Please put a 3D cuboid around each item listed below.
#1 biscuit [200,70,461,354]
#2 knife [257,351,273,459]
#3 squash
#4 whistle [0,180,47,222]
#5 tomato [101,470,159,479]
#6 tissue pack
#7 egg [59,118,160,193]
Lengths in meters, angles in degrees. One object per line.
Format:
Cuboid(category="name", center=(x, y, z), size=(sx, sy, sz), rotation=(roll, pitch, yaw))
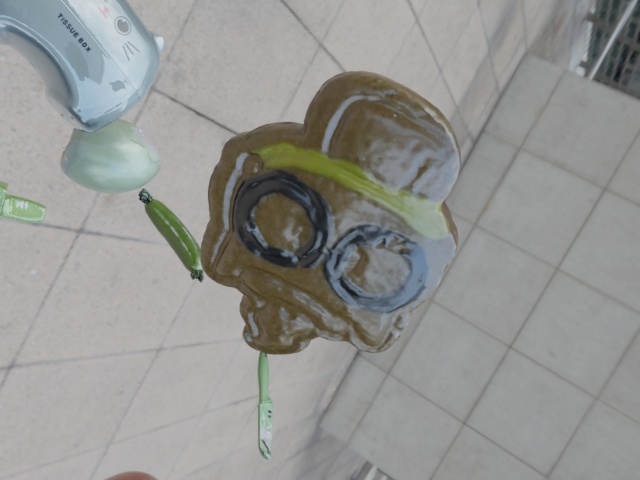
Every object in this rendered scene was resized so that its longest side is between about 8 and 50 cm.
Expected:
Cuboid(category="biscuit", center=(0.000, 0.000, 0.525), size=(0.290, 0.209, 0.041), rotation=(-62, -178, 33))
Cuboid(category="knife", center=(-0.089, 0.256, 1.025), size=(0.014, 0.030, 0.207), rotation=(-43, -148, 29))
Cuboid(category="squash", center=(-0.408, -0.015, 1.806), size=(0.071, 0.318, 0.080), rotation=(-35, 171, -10))
Cuboid(category="whistle", center=(-0.654, -0.079, 1.238), size=(0.228, 0.085, 0.105), rotation=(14, 84, -27))
Cuboid(category="tomato", center=(-0.446, 0.685, 1.416), size=(0.321, 0.322, 0.321), rotation=(-49, 158, -27))
Cuboid(category="tissue pack", center=(-0.465, -0.391, 1.192), size=(0.236, 0.229, 0.333), rotation=(-46, 122, -15))
Cuboid(category="egg", center=(-0.489, -0.197, 1.508), size=(0.183, 0.217, 0.183), rotation=(-48, -148, 42))
